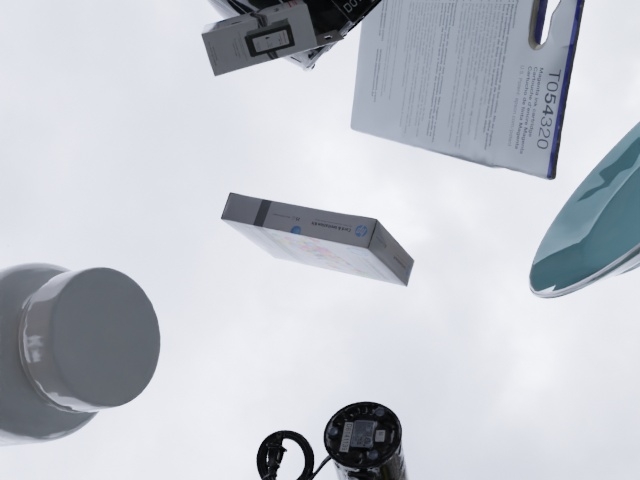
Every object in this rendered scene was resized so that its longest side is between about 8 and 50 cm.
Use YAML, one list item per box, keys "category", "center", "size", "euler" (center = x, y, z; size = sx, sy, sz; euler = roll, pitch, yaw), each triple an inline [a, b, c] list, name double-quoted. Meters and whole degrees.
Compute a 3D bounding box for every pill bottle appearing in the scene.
- category: "pill bottle"
  center: [-0.321, 0.119, 0.773]
  size: [0.176, 0.319, 0.176]
  euler: [29, -125, -51]

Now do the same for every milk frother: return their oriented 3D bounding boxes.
- category: "milk frother"
  center: [0.019, 0.258, 0.833]
  size: [0.129, 0.143, 0.134]
  euler: [-53, -37, -39]

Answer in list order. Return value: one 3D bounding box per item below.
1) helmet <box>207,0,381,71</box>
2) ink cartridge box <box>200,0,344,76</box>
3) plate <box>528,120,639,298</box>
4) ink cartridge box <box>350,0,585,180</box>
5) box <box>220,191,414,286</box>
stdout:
- category: "helmet"
  center: [-0.024, -0.225, 0.565]
  size: [0.161, 0.169, 0.169]
  euler: [45, -106, -9]
- category: "ink cartridge box"
  center: [-0.030, -0.131, 0.479]
  size: [0.083, 0.048, 0.028]
  euler: [-16, -67, 0]
- category: "plate"
  center: [0.184, -0.035, 0.408]
  size: [0.024, 0.188, 0.188]
  euler: [41, -105, 0]
- category: "ink cartridge box"
  center: [0.161, -0.249, 0.787]
  size: [0.072, 0.330, 0.323]
  euler: [-4, -72, -34]
- category: "box"
  center: [0.000, 0.000, 0.878]
  size: [0.145, 0.186, 0.038]
  euler: [41, -118, -60]
